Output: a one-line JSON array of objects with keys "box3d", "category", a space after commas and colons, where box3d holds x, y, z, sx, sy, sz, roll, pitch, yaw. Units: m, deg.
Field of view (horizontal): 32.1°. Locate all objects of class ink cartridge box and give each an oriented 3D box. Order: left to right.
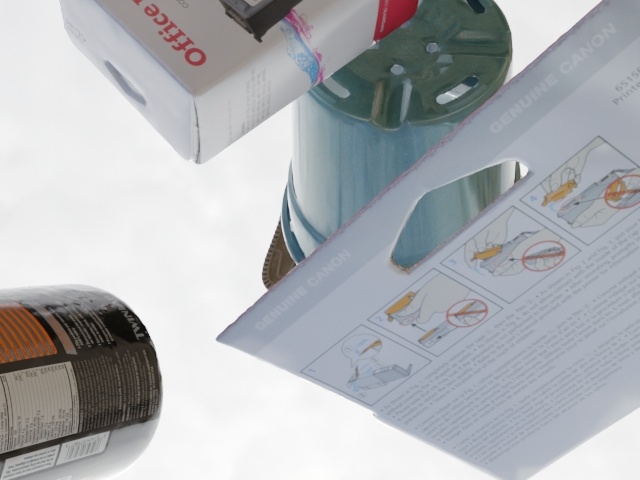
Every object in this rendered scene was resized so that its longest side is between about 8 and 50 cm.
[{"box3d": [-0.078, -0.256, 1.128, 0.306, 0.131, 0.226, -38, -110, -23], "category": "ink cartridge box"}, {"box3d": [0.119, 0.006, 0.574, 0.239, 0.275, 0.060, 31, -147, -31], "category": "ink cartridge box"}]

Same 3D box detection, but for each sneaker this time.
[{"box3d": [0.000, 0.000, 1.709, 0.282, 0.099, 0.153, -67, -29, -28], "category": "sneaker"}]

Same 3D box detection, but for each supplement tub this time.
[{"box3d": [-0.291, 0.138, 0.927, 0.316, 0.194, 0.193, -1, -110, -63], "category": "supplement tub"}]

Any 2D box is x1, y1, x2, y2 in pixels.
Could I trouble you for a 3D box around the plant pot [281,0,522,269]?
[{"box3d": [0.103, -0.137, 1.393, 0.334, 0.341, 0.341, 83, -170, -55], "category": "plant pot"}]
